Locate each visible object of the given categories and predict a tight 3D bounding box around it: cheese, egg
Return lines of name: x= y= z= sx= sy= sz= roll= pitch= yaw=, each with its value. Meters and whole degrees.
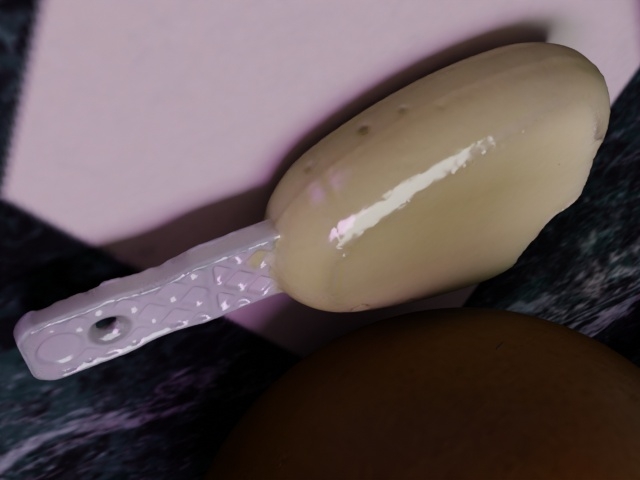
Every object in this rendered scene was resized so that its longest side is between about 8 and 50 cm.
cheese: x=0.000 y=0.000 z=0.376 sx=0.255 sy=0.050 sz=0.127 roll=-22 pitch=147 yaw=-14
egg: x=0.064 y=0.190 z=0.468 sx=0.282 sy=0.283 sz=0.351 roll=-17 pitch=148 yaw=-22

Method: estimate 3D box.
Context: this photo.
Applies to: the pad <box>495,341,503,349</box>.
pad: x=0.154 y=-0.087 z=0.356 sx=0.323 sy=0.055 sz=0.250 roll=-55 pitch=147 yaw=-4
